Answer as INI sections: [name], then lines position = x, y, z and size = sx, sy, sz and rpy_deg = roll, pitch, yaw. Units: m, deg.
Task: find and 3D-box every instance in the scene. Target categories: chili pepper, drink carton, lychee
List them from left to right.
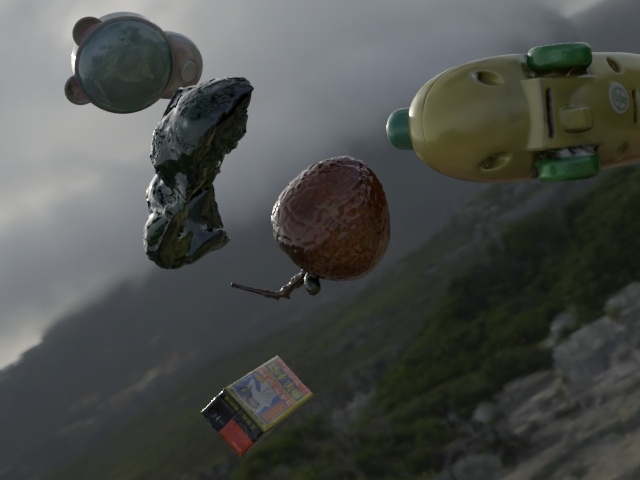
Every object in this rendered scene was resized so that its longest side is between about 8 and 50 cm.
[chili pepper]
position = -0.159, -0.091, 1.524
size = 0.148, 0.116, 0.264
rpy_deg = -36, -26, -46
[drink carton]
position = -0.074, 0.194, 1.493
size = 0.056, 0.071, 0.166
rpy_deg = -49, -10, 20
[lychee]
position = 0.004, -0.005, 1.065
size = 0.101, 0.114, 0.140
rpy_deg = -17, -51, -37

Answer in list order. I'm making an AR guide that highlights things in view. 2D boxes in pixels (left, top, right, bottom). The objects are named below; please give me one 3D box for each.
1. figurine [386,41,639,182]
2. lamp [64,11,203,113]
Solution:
[figurine]
position = 0.222, -0.120, 1.248
size = 0.324, 0.124, 0.222
rpy_deg = -9, 3, -39
[lamp]
position = -0.319, -0.305, 2.205
size = 0.246, 0.108, 0.179
rpy_deg = 0, -60, -28
